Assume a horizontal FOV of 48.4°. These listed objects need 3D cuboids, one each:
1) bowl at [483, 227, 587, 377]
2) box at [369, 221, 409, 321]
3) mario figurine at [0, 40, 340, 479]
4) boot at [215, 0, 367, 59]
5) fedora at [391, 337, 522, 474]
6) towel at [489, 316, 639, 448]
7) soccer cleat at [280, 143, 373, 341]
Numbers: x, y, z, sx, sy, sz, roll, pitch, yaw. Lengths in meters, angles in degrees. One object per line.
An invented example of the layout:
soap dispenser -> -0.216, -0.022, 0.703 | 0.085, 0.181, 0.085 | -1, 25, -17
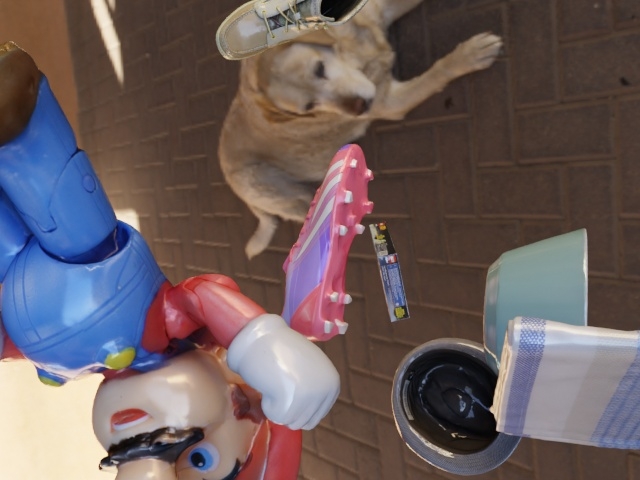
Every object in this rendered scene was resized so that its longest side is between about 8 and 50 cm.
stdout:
bowl -> 0.372, 0.133, 1.227 | 0.163, 0.311, 0.312 | 1, 98, 18
box -> 0.093, 0.040, 0.978 | 0.137, 0.027, 0.094 | -93, -9, -70
mario figurine -> -0.122, 0.064, 0.392 | 0.198, 0.170, 0.321 | 5, 136, 57
boot -> -0.043, -0.334, 1.062 | 0.165, 0.213, 0.077 | 26, 142, 61
fedora -> 0.274, 0.321, 1.383 | 0.275, 0.124, 0.244 | 22, 83, 31
towel -> 0.269, 0.110, 0.509 | 0.209, 0.284, 0.034 | 71, -155, -57
soccer cleat -> 0.000, 0.000, 0.872 | 0.095, 0.083, 0.248 | 7, 84, 28
